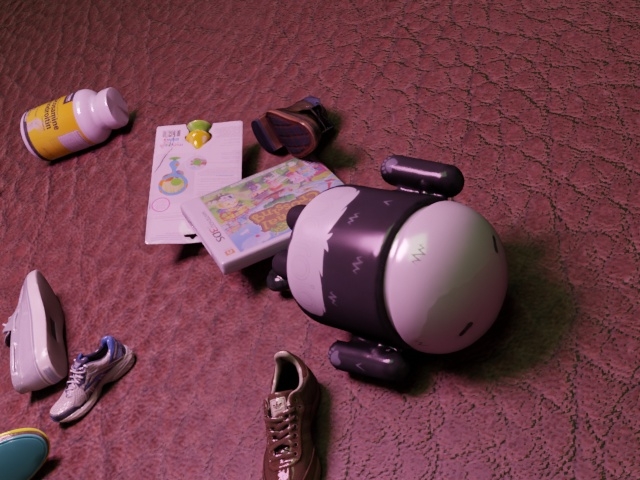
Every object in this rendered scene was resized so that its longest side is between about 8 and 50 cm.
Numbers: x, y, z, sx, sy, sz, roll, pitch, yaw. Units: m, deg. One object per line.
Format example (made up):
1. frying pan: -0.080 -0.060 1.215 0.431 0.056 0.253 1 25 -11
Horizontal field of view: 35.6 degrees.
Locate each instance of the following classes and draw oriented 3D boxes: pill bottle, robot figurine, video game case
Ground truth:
1. pill bottle: -0.451 -0.219 1.839 0.184 0.103 0.103 -17 38 19
2. robot figurine: 0.077 0.029 1.119 0.278 0.209 0.174 12 32 44
3. video game case: -0.070 -0.044 1.388 0.212 0.023 0.193 -23 34 -14

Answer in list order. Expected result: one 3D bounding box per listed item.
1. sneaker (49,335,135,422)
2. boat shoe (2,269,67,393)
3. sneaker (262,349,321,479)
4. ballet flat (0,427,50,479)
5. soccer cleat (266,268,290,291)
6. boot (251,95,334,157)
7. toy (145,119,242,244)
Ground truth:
1. sneaker: -0.311 0.178 1.308 0.052 0.058 0.135 19 59 47
2. boat shoe: -0.417 0.128 1.425 0.081 0.079 0.227 -26 39 0
3. sneaker: -0.041 0.202 1.076 0.066 0.071 0.188 -19 37 16
4. ballet flat: -0.441 0.306 1.244 0.231 0.077 0.077 -40 20 -9
5. soccer cleat: 0.000 0.000 1.285 0.179 0.072 0.060 -33 36 -2
6. boot: -0.024 -0.183 1.489 0.106 0.082 0.219 -34 19 -16
7. toy: -0.185 -0.079 1.510 0.137 0.056 0.237 -3 55 1
